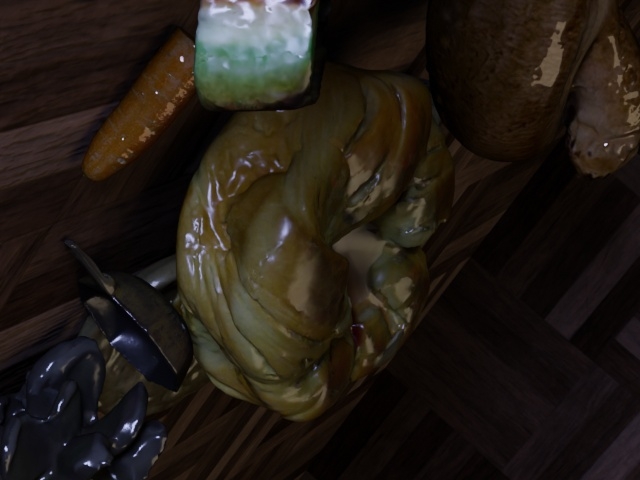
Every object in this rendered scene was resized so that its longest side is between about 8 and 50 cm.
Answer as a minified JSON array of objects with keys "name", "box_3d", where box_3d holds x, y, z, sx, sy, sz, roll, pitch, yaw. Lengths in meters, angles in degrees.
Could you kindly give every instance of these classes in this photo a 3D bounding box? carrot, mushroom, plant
[{"name":"carrot","box_3d":[-0.134,-0.099,1.241,0.139,0.048,0.048,-49,168,12]},{"name":"mushroom","box_3d":[0.207,-0.238,1.573,0.239,0.345,0.345,-4,157,-7]},{"name":"plant","box_3d":[-0.259,0.243,1.516,0.199,0.188,0.276,-34,162,-52]}]

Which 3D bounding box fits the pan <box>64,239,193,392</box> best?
[{"name":"pan","box_3d":[-0.161,0.061,1.440,0.048,0.128,0.202,-46,168,-19]}]

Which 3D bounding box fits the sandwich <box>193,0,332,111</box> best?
[{"name":"sandwich","box_3d":[-0.052,-0.230,0.890,0.250,0.162,0.301,-87,-176,-50]}]

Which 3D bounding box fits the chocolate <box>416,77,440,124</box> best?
[{"name":"chocolate","box_3d":[0.088,-0.139,1.843,0.167,0.072,0.072,-35,162,-48]}]

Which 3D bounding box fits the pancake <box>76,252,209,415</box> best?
[{"name":"pancake","box_3d":[-0.151,0.092,1.646,0.242,0.050,0.242,-26,145,-20]}]

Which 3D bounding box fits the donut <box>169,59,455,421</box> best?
[{"name":"donut","box_3d":[0.000,0.000,1.534,0.360,0.170,0.360,-41,141,-44]}]
